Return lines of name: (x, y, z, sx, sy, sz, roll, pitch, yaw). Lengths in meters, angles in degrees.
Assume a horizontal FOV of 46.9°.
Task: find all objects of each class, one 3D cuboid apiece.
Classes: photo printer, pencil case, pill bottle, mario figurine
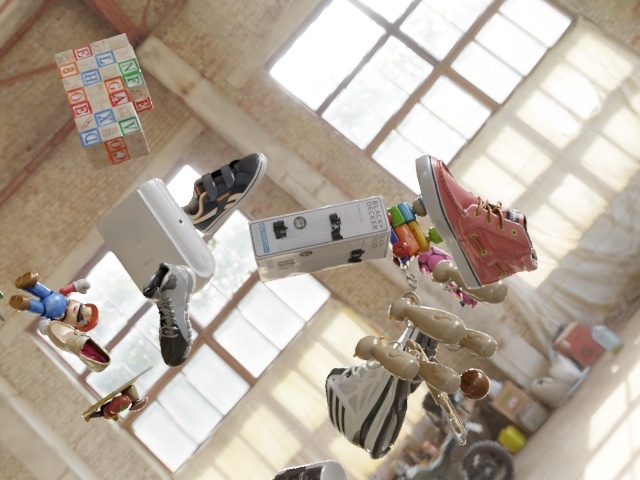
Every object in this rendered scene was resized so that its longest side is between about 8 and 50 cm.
photo printer: (-0.424, 0.021, 1.929, 0.256, 0.307, 0.107, -29, 7, 41)
pencil case: (0.359, 0.100, 2.036, 0.095, 0.209, 0.098, -30, -49, -17)
pill bottle: (-0.050, 0.711, 2.112, 0.246, 0.130, 0.130, -22, 5, 34)
mario figurine: (-0.846, 0.214, 2.437, 0.198, 0.170, 0.320, -54, -39, -2)

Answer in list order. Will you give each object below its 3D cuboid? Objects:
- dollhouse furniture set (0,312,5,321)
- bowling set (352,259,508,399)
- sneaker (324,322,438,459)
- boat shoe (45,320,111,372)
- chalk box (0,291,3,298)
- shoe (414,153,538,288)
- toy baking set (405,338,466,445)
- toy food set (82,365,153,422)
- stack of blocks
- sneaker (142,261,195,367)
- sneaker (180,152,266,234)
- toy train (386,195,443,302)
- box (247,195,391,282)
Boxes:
dollhouse furniture set: (-0.982, 0.216, 1.937, 0.262, 0.135, 0.259, -30, 22, -30)
bowling set: (0.195, 0.186, 1.261, 0.287, 0.154, 0.199, -32, -60, -26)
sneaker: (0.151, 0.365, 2.103, 0.169, 0.258, 0.447, 25, -90, -58)
boat shoe: (-0.551, 0.237, 1.698, 0.059, 0.170, 0.063, -31, 26, 43)
chalk box: (-0.755, 0.049, 1.459, 0.132, 0.132, 0.213, -37, -45, -24)
shoe: (0.161, -0.025, 0.745, 0.081, 0.178, 0.063, -17, 37, 21)
toy baking set: (0.226, 0.298, 1.431, 0.030, 0.196, 0.256, -27, -29, 5)
toy food set: (-0.466, 0.383, 1.724, 0.218, 0.071, 0.128, -35, -1, 41)
stack of blocks: (-0.471, -0.314, 1.655, 0.171, 0.297, 0.087, -20, -30, -10)
sneaker: (-0.341, 0.154, 1.592, 0.132, 0.086, 0.228, 32, -126, -61)
sneaker: (-0.303, -0.156, 2.252, 0.127, 0.126, 0.321, 32, -71, -36)
toy train: (0.243, 0.015, 1.805, 0.143, 0.248, 0.105, -26, -19, -1)
box: (0.000, 0.000, 1.588, 0.290, 0.087, 0.169, -12, -21, -4)
